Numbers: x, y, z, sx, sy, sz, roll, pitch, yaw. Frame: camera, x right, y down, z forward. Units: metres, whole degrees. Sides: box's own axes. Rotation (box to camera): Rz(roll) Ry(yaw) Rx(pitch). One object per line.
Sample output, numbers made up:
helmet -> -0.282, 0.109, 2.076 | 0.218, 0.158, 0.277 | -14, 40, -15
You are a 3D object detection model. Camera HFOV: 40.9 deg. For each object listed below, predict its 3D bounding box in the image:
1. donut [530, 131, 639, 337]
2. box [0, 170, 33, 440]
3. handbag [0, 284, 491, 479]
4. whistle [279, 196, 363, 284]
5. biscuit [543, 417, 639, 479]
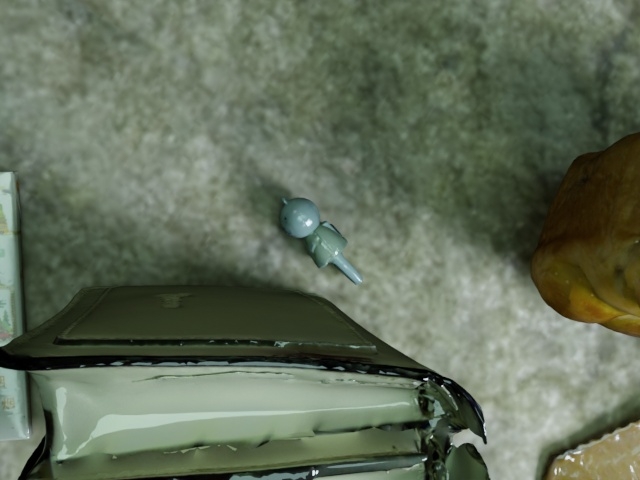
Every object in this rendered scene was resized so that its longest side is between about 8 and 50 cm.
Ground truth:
donut -> 0.330, 0.017, 0.671 | 0.317, 0.299, 0.150 | 17, 79, -37
box -> -0.302, 0.055, 0.692 | 0.122, 0.032, 0.220 | -2, 95, -8
handbag -> -0.058, 0.115, 0.571 | 0.237, 0.358, 0.160 | -4, 93, -8
whistle -> 0.000, 0.000, 0.735 | 0.035, 0.035, 0.100 | -44, 100, -4
biscuit -> 0.348, 0.265, 0.808 | 0.232, 0.013, 0.236 | -25, 99, 1
